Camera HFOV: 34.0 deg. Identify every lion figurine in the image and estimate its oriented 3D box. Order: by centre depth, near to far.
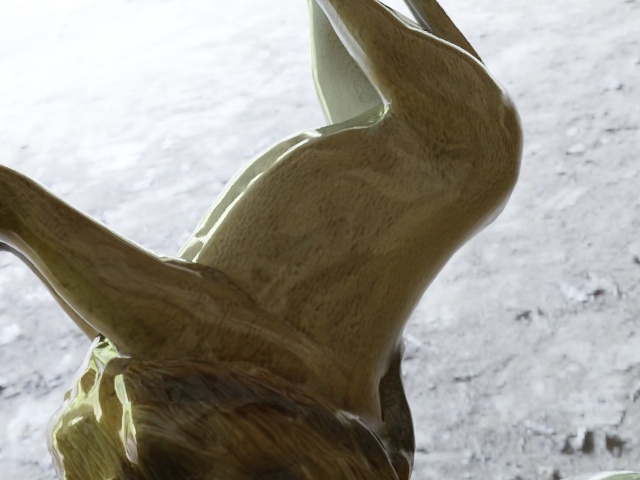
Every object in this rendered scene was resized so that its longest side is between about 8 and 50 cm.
[{"bbox_3d":[0.000,0.000,0.453,0.392,0.240,0.142,-53,4,-20],"label":"lion figurine"}]

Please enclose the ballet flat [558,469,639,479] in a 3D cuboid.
[{"bbox_3d":[0.137,0.130,0.438,0.213,0.068,0.072,-10,62,54],"label":"ballet flat"}]
